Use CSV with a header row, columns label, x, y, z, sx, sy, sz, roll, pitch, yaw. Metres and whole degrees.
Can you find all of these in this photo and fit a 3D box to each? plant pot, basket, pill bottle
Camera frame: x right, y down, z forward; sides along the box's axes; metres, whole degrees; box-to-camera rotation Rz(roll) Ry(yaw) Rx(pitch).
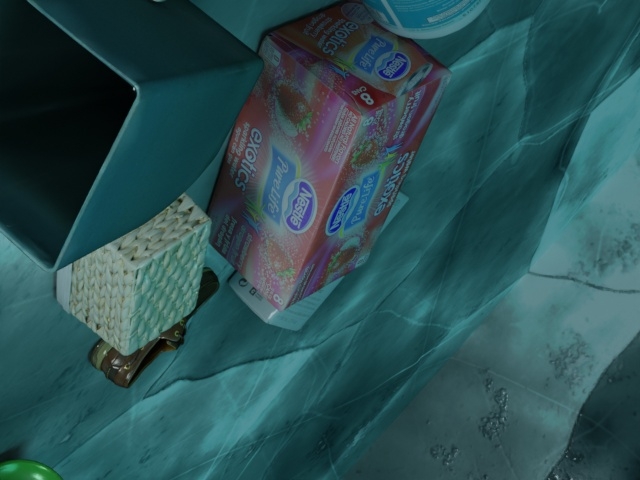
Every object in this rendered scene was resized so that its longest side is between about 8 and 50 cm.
label,x,y,z,sx,sy,sz,roll,pitch,yaw
plant pot,-0.160,-0.111,0.991,0.234,0.165,0.166,-25,151,-59
basket,-0.183,0.019,1.257,0.113,0.103,0.167,-35,156,-33
pill bottle,0.074,-0.290,1.148,0.146,0.146,0.264,-48,161,2

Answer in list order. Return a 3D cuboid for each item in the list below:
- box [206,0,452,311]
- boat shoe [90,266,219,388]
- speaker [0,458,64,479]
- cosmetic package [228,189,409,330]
label,x,y,z,sx,sy,sz,roll,pitch,yaw
box,-0.001,-0.088,1.374,0.154,0.142,0.300,-28,152,-41
boat shoe,-0.181,0.103,1.482,0.178,0.060,0.064,-41,159,-19
speaker,-0.376,0.388,1.520,0.131,0.131,0.297,-28,152,-43
cosmetic package,0.000,0.000,1.628,0.231,0.085,0.117,-49,161,7
